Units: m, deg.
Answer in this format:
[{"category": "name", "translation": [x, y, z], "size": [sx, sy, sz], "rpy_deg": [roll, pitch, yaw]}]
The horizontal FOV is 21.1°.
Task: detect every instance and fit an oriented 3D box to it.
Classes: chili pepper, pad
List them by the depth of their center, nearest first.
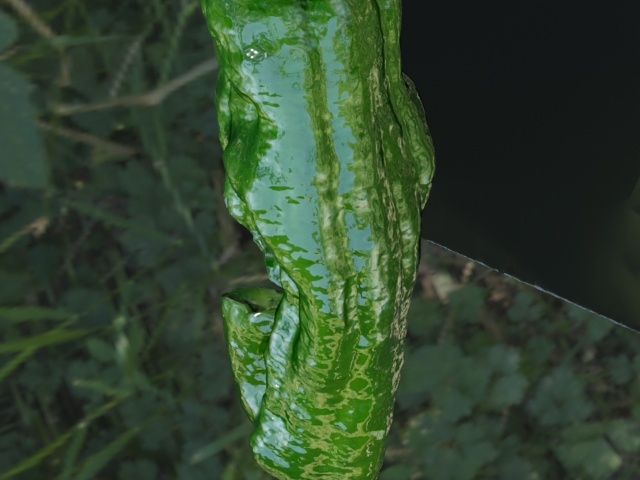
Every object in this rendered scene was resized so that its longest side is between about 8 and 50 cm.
[{"category": "chili pepper", "translation": [-0.001, -0.001, 0.688], "size": [0.099, 0.083, 0.253], "rpy_deg": [-129, 31, -48]}, {"category": "pad", "translation": [0.113, -0.136, 1.032], "size": [0.247, 0.367, 0.007], "rpy_deg": [23, 144, -13]}]
